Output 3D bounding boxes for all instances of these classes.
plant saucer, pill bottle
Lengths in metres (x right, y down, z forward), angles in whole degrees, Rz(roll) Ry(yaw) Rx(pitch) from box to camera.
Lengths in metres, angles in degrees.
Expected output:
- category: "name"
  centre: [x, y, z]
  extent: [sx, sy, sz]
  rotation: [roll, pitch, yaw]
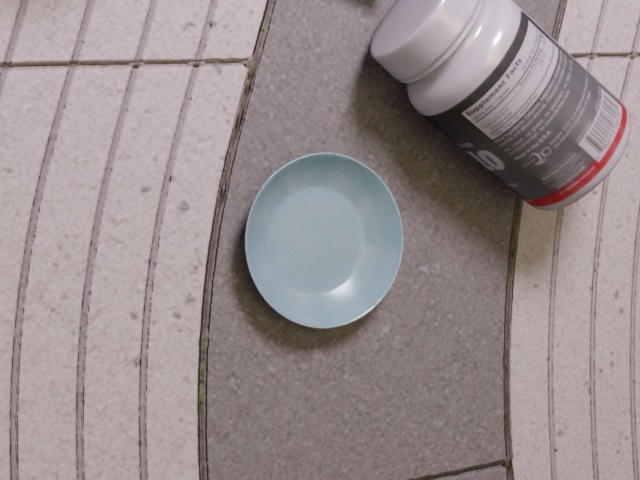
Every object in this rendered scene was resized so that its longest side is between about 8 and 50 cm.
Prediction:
- category: "plant saucer"
  centre: [0.000, 0.000, 1.209]
  extent: [0.194, 0.037, 0.195]
  rotation: [-1, 91, -25]
- category: "pill bottle"
  centre: [0.202, -0.174, 1.232]
  extent: [0.283, 0.161, 0.161]
  rotation: [36, 77, -22]
